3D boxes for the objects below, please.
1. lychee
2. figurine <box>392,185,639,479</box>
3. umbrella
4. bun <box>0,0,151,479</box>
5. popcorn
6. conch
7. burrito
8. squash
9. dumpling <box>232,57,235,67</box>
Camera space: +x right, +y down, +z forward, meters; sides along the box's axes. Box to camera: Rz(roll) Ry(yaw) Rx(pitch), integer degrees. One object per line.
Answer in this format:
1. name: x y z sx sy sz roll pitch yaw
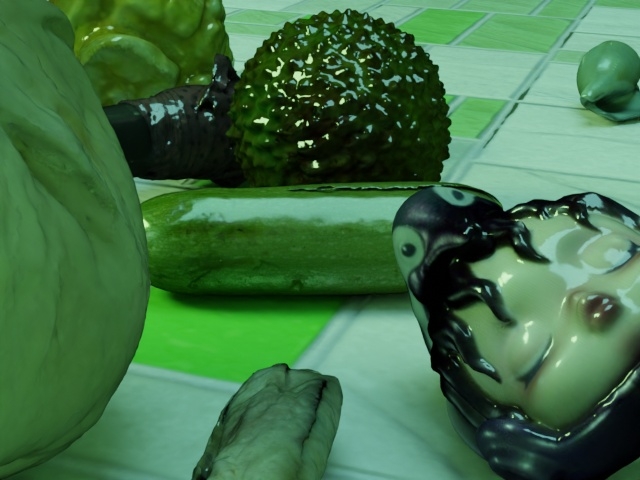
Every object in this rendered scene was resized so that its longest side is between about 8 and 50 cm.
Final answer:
1. lychee: 0.018 -0.081 0.756 0.171 0.171 0.171 1 21 -1
2. figurine: 0.125 0.047 0.487 0.145 0.145 0.222 -14 35 -36
3. umbrella: -0.061 -0.089 0.876 0.326 0.094 0.090 -14 70 -39
4. bun: -0.221 -0.036 0.412 0.361 0.213 0.361 20 45 -22
5. popcorn: -0.173 -0.186 1.002 0.188 0.185 0.167 7 2 38
6. conch: 0.299 -0.157 1.135 0.065 0.088 0.180 -37 6 34
7. burrito: -0.026 0.096 0.444 0.058 0.045 0.188 -6 20 12
8. squash: 0.000 0.000 0.669 0.239 0.069 0.069 -2 21 -4
9. dumpling: -0.134 -0.201 1.206 0.077 0.059 0.043 5 31 17
